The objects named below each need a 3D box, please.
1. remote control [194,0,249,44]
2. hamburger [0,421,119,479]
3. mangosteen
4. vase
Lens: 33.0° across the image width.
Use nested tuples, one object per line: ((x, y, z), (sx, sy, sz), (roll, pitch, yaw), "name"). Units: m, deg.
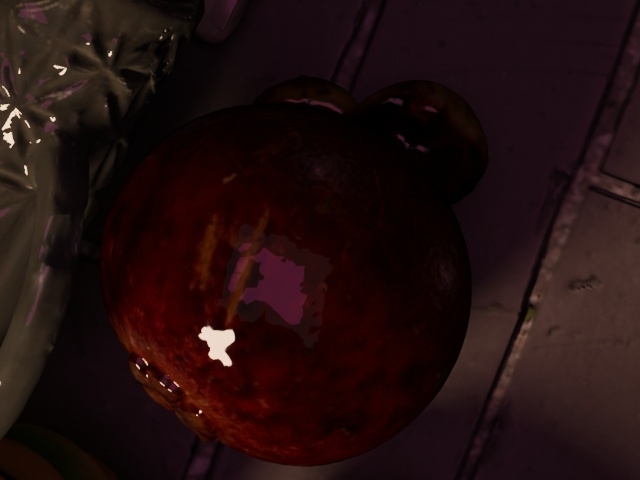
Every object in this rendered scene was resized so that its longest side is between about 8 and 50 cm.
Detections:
((-0.158, -0.218, 0.717), (0.261, 0.029, 0.067), (31, 98, 7), "remote control")
((-0.209, 0.216, 0.670), (0.237, 0.149, 0.237), (0, 89, 15), "hamburger")
((0.000, 0.000, 0.623), (0.215, 0.215, 0.257), (40, 73, 4), "mangosteen")
((-0.178, -0.028, 0.577), (0.301, 0.156, 0.251), (-52, 47, 23), "vase")
